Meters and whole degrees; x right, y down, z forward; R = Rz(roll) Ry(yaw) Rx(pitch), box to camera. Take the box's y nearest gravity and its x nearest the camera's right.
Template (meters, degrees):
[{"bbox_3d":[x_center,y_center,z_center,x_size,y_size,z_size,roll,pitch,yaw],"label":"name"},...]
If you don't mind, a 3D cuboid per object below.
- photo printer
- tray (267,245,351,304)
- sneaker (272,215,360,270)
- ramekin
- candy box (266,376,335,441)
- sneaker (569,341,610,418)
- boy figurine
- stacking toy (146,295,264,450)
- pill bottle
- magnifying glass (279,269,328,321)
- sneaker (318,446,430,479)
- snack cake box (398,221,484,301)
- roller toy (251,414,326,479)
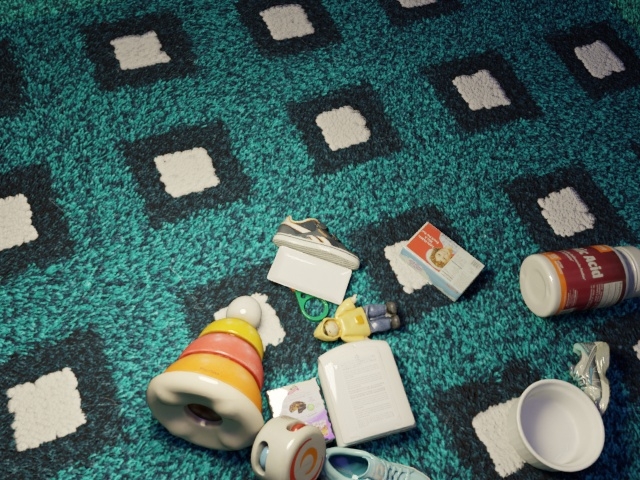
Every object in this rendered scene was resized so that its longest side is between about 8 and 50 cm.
[{"bbox_3d":[0.136,0.471,1.858,0.256,0.107,0.307,-13,66,-11],"label":"photo printer"},{"bbox_3d":[-0.038,0.124,2.049,0.271,0.030,0.145,19,60,2],"label":"tray"},{"bbox_3d":[0.000,0.000,2.090,0.321,0.126,0.127,20,65,4],"label":"sneaker"},{"bbox_3d":[0.729,0.591,1.854,0.278,0.135,0.277,3,62,-5],"label":"ramekin"},{"bbox_3d":[-0.065,0.545,1.818,0.165,0.070,0.196,-13,65,-13],"label":"candy box"},{"bbox_3d":[0.898,0.473,1.974,0.122,0.110,0.282,5,57,16],"label":"sneaker"},{"bbox_3d":[0.115,0.270,1.974,0.285,0.092,0.177,-8,78,-14],"label":"boy figurine"},{"bbox_3d":[-0.278,0.359,1.805,0.351,0.350,0.479,18,44,3],"label":"stacking toy"},{"bbox_3d":[0.934,0.134,2.075,0.393,0.224,0.224,-8,63,-11],"label":"pill bottle"},{"bbox_3d":[-0.066,0.188,2.040,0.092,0.026,0.231,-38,74,-23],"label":"magnifying glass"},{"bbox_3d":[0.162,0.697,1.718,0.366,0.150,0.135,12,62,-1],"label":"sneaker"},{"bbox_3d":[0.435,0.075,2.124,0.264,0.089,0.152,40,66,15],"label":"snack cake box"},{"bbox_3d":[-0.091,0.591,1.637,0.146,0.191,0.209,10,46,37],"label":"roller toy"}]
